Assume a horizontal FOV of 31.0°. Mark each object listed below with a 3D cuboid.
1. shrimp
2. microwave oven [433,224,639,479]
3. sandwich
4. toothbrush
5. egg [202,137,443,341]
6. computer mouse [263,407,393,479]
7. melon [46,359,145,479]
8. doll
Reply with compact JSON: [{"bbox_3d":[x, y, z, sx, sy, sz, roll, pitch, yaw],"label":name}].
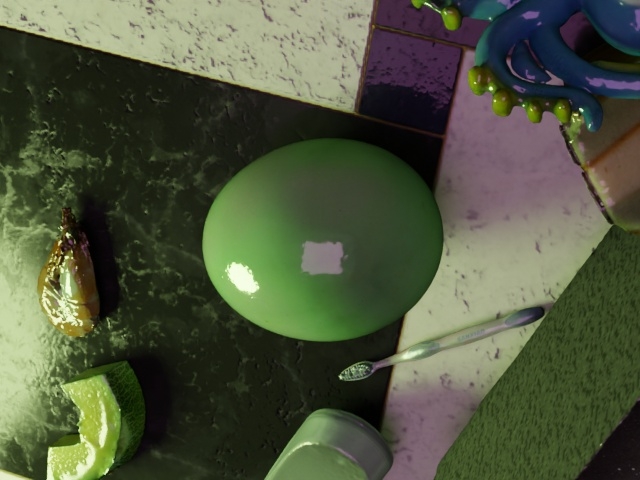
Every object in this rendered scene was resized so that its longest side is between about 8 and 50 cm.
[{"bbox_3d":[-0.323,0.044,1.473,0.091,0.043,0.184,16,117,14],"label":"shrimp"},{"bbox_3d":[0.320,0.221,1.171,0.236,0.374,0.432,28,114,-7],"label":"microwave oven"},{"bbox_3d":[0.348,-0.130,1.085,0.198,0.227,0.155,-26,103,25],"label":"sandwich"},{"bbox_3d":[0.140,0.125,1.375,0.269,0.027,0.021,-21,92,23],"label":"toothbrush"},{"bbox_3d":[0.000,0.000,1.253,0.270,0.220,0.220,-6,111,20],"label":"egg"},{"bbox_3d":[0.012,0.293,1.463,0.128,0.079,0.231,37,134,2],"label":"computer mouse"},{"bbox_3d":[-0.303,0.253,1.549,0.118,0.064,0.209,18,114,15],"label":"melon"},{"bbox_3d":[0.230,-0.262,1.027,0.341,0.346,0.099,13,156,15],"label":"doll"}]
